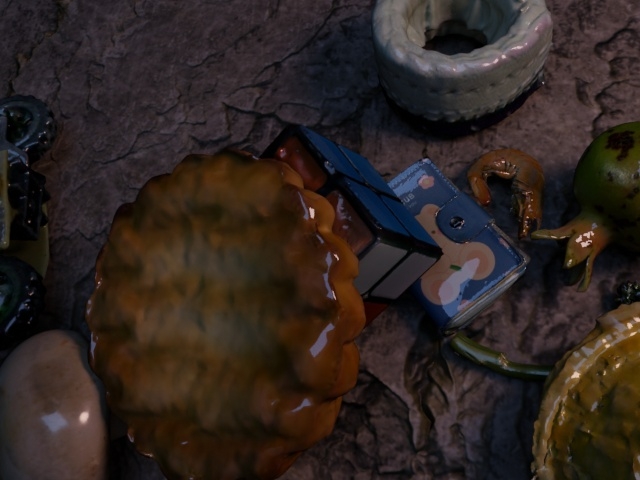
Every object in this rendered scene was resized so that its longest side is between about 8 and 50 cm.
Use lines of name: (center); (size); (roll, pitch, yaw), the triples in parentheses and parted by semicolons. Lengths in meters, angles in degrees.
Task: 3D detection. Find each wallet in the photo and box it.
wallet: (0.147, 0.004, 0.824); (0.141, 0.059, 0.202); (-38, 62, 0)

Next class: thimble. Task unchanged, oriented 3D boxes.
thimble: (0.189, -0.264, 0.889); (0.237, 0.150, 0.237); (-4, 65, 8)

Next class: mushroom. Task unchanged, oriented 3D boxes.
mushroom: (-0.284, 0.201, 0.766); (0.206, 0.209, 0.206); (8, 106, 28)

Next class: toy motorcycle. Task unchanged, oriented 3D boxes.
toy motorcycle: (-0.485, -0.031, 0.911); (0.237, 0.168, 0.410); (-9, 59, 0)

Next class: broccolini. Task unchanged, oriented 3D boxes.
broccolini: (0.286, 0.101, 0.755); (0.272, 0.062, 0.123); (0, 59, 13)

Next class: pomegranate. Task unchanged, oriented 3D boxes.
pomegranate: (0.347, -0.041, 0.751); (0.220, 0.156, 0.156); (-42, 65, -15)

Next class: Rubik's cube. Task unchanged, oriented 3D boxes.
Rubik's cube: (0.000, 0.000, 0.763); (0.180, 0.167, 0.183); (-47, 60, 17)

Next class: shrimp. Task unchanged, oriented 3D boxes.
shrimp: (0.233, -0.065, 0.827); (0.095, 0.045, 0.162); (16, 48, -2)

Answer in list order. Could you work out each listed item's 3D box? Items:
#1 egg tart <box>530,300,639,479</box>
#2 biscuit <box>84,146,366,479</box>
egg tart: (0.371, 0.218, 0.614); (0.341, 0.132, 0.341); (-2, 77, 7)
biscuit: (-0.096, 0.074, 0.654); (0.326, 0.107, 0.325); (-3, 84, 30)
